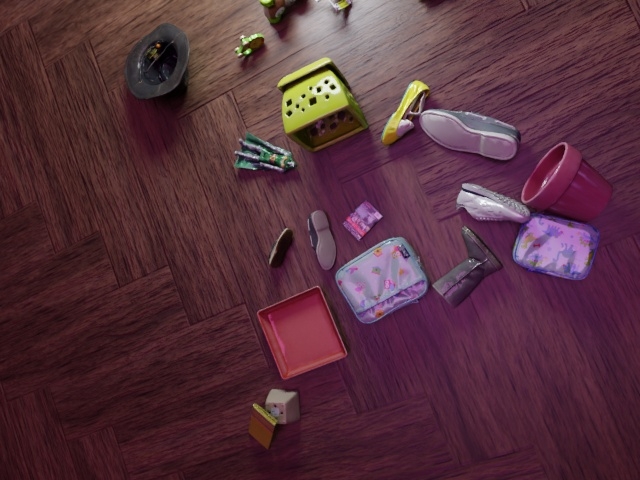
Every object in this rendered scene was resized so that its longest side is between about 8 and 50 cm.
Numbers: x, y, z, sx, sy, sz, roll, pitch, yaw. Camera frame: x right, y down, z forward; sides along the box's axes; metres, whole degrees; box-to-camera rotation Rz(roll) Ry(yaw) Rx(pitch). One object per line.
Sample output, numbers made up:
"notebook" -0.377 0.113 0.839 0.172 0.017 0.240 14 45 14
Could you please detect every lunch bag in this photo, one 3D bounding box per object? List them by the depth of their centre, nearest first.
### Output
"lunch bag" 0.690 0.020 1.502 0.219 0.090 0.176 15 94 17
"lunch bag" 0.209 0.132 1.649 0.279 0.108 0.224 -32 81 15

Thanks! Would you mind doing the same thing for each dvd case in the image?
"dvd case" 0.142 -0.069 1.720 0.087 0.013 0.119 46 104 13

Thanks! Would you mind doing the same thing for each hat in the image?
"hat" -0.575 -0.634 1.889 0.331 0.134 0.331 -9 70 24

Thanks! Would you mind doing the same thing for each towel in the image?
"towel" -0.202 0.646 1.756 0.102 0.021 0.237 36 141 18

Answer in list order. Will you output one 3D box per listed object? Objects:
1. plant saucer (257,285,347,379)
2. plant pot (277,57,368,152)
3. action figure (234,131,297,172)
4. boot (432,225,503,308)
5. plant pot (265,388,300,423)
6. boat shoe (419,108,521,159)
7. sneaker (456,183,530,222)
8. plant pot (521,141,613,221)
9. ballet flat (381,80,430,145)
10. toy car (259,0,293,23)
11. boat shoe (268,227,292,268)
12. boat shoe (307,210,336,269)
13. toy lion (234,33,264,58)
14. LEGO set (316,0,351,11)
"plant saucer" -0.062 0.321 1.770 0.259 0.048 0.258 -25 83 17
"plant pot" -0.001 -0.447 1.661 0.227 0.228 0.207 -21 78 18
"action figure" -0.189 -0.298 1.805 0.232 0.063 0.137 18 93 14
"boot" 0.440 0.084 1.601 0.208 0.076 0.190 -40 76 21
"plant pot" -0.139 0.588 1.769 0.109 0.096 0.109 -4 90 18
"boat shoe" 0.468 -0.346 1.588 0.319 0.116 0.099 25 54 23
"sneaker" 0.523 -0.095 1.541 0.235 0.090 0.095 33 114 41
"plant pot" 0.714 -0.151 1.453 0.180 0.201 0.201 30 99 0
"ballet flat" 0.279 -0.404 1.638 0.077 0.077 0.231 33 97 32
"toy car" -0.107 -0.846 1.738 0.188 0.155 0.149 -4 89 6
"boat shoe" -0.149 0.022 1.794 0.049 0.056 0.152 31 95 49
"boat shoe" 0.000 0.000 1.754 0.065 0.075 0.206 -7 94 61
"toy lion" -0.249 -0.700 1.814 0.034 0.096 0.100 63 146 8
"LEGO set" 0.096 -0.866 1.689 0.287 0.132 0.107 -41 95 -9
